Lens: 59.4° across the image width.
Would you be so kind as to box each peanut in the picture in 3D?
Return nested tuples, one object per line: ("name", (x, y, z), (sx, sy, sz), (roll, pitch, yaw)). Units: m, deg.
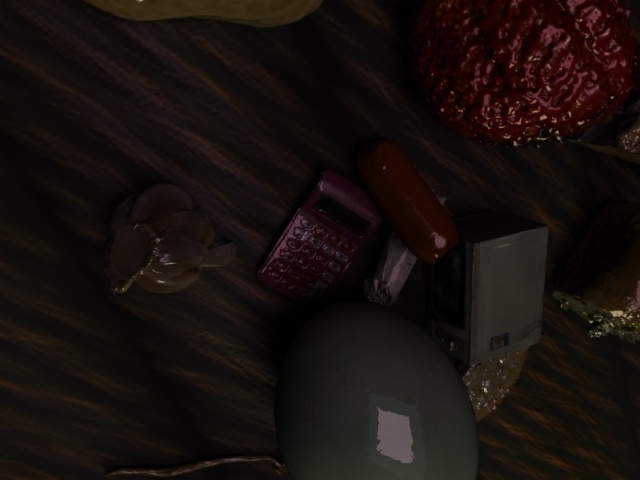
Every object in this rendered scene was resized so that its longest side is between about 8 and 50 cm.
("peanut", (-0.131, -0.306, 0.597), (0.313, 0.152, 0.152), (-4, 108, -21))

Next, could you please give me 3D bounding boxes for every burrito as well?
("burrito", (0.125, 0.009, 0.860), (0.064, 0.064, 0.203), (24, 94, -28))

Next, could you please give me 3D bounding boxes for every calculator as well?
("calculator", (0.000, 0.000, 0.817), (0.127, 0.034, 0.190), (30, 99, -30))

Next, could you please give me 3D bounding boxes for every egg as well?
("egg", (0.079, 0.265, 0.799), (0.276, 0.276, 0.388), (-24, 113, -15))

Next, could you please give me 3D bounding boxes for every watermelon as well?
("watermelon", (0.578, -0.176, 0.888), (0.302, 0.264, 0.151), (16, 99, -24))

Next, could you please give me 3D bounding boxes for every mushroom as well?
("mushroom", (-0.178, 0.345, 0.860), (0.286, 0.028, 0.026), (11, 144, -25))

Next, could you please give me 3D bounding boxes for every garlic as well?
("garlic", (-0.176, -0.002, 0.704), (0.194, 0.127, 0.131), (-2, 129, -50))

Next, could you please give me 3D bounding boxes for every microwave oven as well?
("microwave oven", (0.260, 0.068, 0.899), (0.163, 0.129, 0.204), (-11, 111, -23))

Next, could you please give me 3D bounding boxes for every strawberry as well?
("strawberry", (0.253, -0.257, 0.725), (0.250, 0.238, 0.288), (-46, 123, -7))

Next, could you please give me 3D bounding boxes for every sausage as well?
("sausage", (0.120, -0.059, 0.796), (0.076, 0.076, 0.197), (-34, 89, -10))

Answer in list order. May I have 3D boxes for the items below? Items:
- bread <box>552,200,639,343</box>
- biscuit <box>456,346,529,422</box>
("bread", (0.559, 0.074, 1.006), (0.196, 0.176, 0.246), (32, 92, -27))
("biscuit", (0.295, 0.260, 1.028), (0.290, 0.038, 0.141), (-44, 119, -3))
